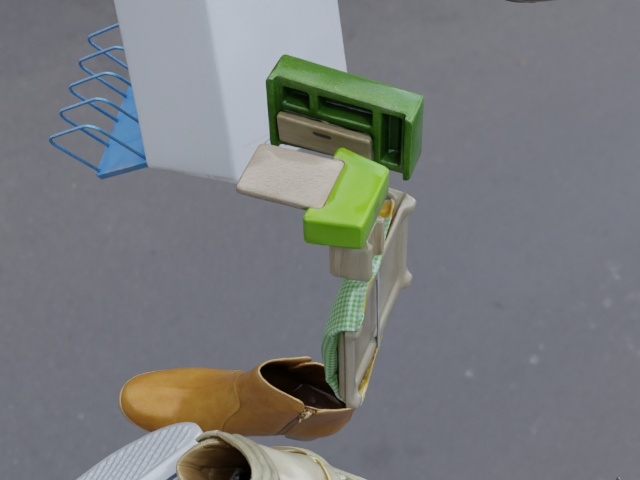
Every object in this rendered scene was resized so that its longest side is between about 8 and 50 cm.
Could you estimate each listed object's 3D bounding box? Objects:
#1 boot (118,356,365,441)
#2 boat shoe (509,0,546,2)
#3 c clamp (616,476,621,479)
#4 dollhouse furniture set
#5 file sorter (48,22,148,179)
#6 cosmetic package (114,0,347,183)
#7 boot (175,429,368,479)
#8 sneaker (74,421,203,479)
[{"bbox_3d":[-0.102,0.189,1.669,0.295,0.211,0.104,9,67,-8],"label":"boot"},{"bbox_3d":[0.300,-0.333,1.394,0.307,0.111,0.104,-27,8,-8],"label":"boat shoe"},{"bbox_3d":[0.409,0.414,1.946,0.160,0.022,0.137,-23,19,-12],"label":"c clamp"},{"bbox_3d":[0.000,0.000,1.341,0.151,0.301,0.197,15,53,14],"label":"dollhouse furniture set"},{"bbox_3d":[-0.267,-0.186,1.737,0.104,0.118,0.170,33,62,-36],"label":"file sorter"},{"bbox_3d":[-0.115,-0.322,1.547,0.161,0.453,0.230,12,32,38],"label":"cosmetic package"},{"bbox_3d":[-0.080,0.260,1.443,0.203,0.095,0.262,23,-8,-36],"label":"boot"},{"bbox_3d":[-0.244,0.334,1.476,0.127,0.321,0.126,58,-5,-17],"label":"sneaker"}]
